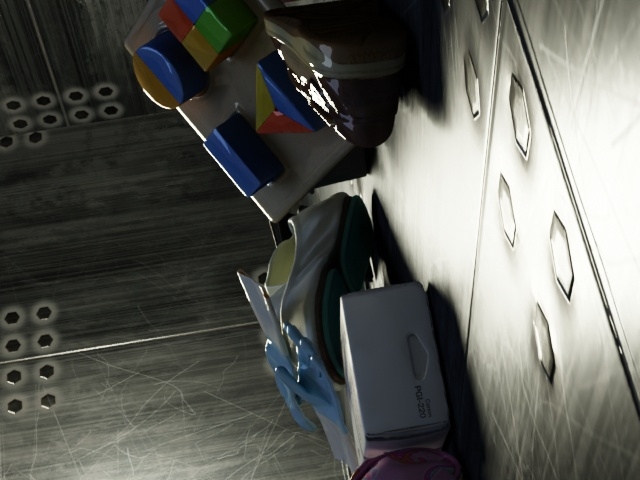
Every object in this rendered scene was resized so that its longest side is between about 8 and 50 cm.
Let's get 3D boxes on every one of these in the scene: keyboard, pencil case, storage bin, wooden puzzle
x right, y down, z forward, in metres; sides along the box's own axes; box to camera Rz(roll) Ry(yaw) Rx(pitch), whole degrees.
[{"bbox_3d":[0.000,0.000,1.940,0.023,0.180,0.108,-37,50,35],"label":"keyboard"},{"bbox_3d":[0.101,0.350,1.321,0.124,0.124,0.284,-108,9,-74],"label":"pencil case"},{"bbox_3d":[0.012,-0.119,1.848,0.135,0.091,0.098,-123,24,-81],"label":"storage bin"},{"bbox_3d":[-0.112,-0.192,1.678,0.322,0.080,0.348,50,150,1],"label":"wooden puzzle"}]

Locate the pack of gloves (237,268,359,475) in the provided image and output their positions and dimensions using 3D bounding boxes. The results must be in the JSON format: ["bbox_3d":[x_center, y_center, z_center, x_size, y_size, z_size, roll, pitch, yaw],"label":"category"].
[{"bbox_3d":[-0.035,0.170,1.563,0.195,0.046,0.232,37,151,52],"label":"pack of gloves"}]

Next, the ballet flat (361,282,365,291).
[{"bbox_3d":[0.049,0.163,2.148,0.091,0.077,0.241,95,165,-76],"label":"ballet flat"}]

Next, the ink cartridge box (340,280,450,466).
[{"bbox_3d":[0.075,0.154,1.424,0.218,0.092,0.159,93,168,-70],"label":"ink cartridge box"}]

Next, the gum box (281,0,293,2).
[{"bbox_3d":[-0.029,-0.353,1.785,0.188,0.107,0.062,-111,12,-78],"label":"gum box"}]

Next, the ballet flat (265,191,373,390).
[{"bbox_3d":[-0.012,0.072,1.720,0.400,0.139,0.139,-79,-16,-59],"label":"ballet flat"}]

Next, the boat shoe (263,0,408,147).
[{"bbox_3d":[0.019,-0.168,1.336,0.342,0.123,0.123,-125,27,-70],"label":"boat shoe"}]
